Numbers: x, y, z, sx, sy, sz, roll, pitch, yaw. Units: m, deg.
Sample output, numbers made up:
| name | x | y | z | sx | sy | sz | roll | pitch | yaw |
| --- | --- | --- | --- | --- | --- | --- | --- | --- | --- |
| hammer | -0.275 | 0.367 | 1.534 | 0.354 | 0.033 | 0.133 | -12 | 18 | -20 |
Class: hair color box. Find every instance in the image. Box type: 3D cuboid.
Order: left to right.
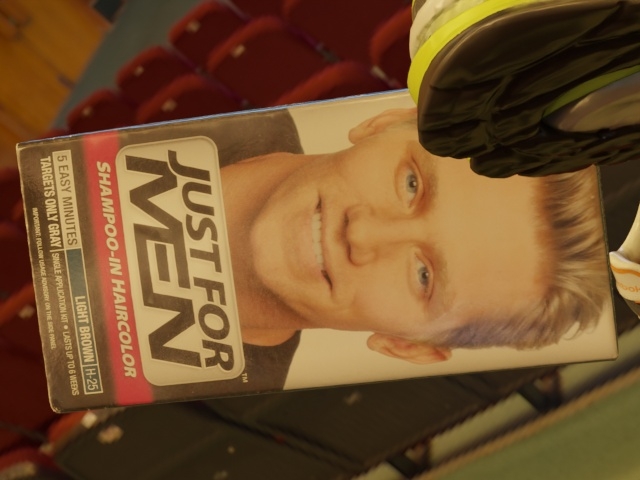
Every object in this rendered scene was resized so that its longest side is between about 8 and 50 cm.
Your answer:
| name | x | y | z | sx | sy | sz | roll | pitch | yaw |
| --- | --- | --- | --- | --- | --- | --- | --- | --- | --- |
| hair color box | 0.000 | 0.000 | 0.864 | 0.347 | 0.173 | 0.105 | -7 | 3 | 10 |

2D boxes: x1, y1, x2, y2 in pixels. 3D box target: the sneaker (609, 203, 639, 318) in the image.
| name | x | y | z | sx | sy | sz | roll | pitch | yaw |
| --- | --- | --- | --- | --- | --- | --- | --- | --- | --- |
| sneaker | 0.442 | -0.043 | 1.476 | 0.321 | 0.127 | 0.126 | -47 | 33 | -1 |

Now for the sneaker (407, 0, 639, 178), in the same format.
| name | x | y | z | sx | sy | sz | roll | pitch | yaw |
| --- | --- | --- | --- | --- | --- | --- | --- | --- | --- |
| sneaker | 0.155 | -0.105 | 0.420 | 0.111 | 0.300 | 0.121 | 128 | 130 | -59 |
